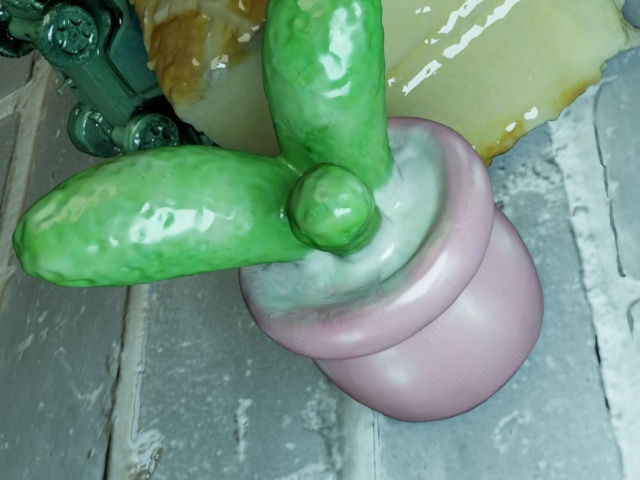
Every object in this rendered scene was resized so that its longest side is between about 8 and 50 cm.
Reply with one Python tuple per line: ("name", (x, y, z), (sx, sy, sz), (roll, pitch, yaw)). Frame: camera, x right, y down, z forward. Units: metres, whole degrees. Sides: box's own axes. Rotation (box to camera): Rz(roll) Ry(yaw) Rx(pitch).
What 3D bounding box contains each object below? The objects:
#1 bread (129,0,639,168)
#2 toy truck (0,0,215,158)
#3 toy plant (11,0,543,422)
("bread", (0.037, -0.250, 1.251), (0.371, 0.279, 0.390), (-39, 38, 11))
("toy truck", (-0.223, -0.192, 1.443), (0.155, 0.279, 0.156), (16, 59, 50))
("toy plant", (0.001, 0.001, 1.002), (0.317, 0.356, 0.210), (-44, 45, 0))
